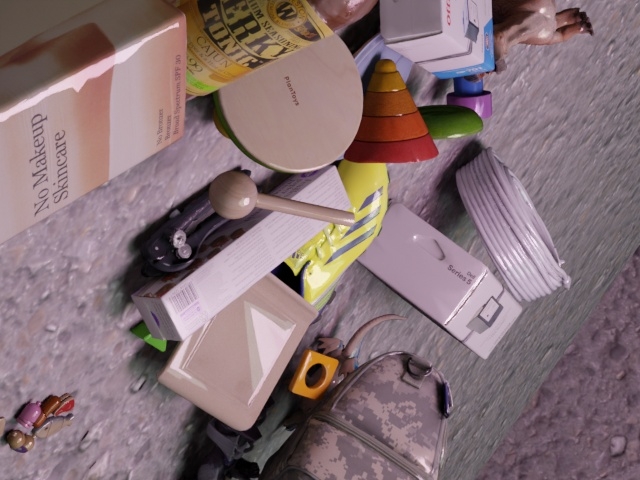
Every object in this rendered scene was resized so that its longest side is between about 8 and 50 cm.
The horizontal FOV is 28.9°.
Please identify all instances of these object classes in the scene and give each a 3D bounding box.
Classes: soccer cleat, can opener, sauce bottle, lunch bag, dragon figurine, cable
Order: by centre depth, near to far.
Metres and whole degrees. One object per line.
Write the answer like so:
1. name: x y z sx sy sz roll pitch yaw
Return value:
1. sauce bottle: -0.028 -0.228 1.116 0.344 0.111 0.111 -21 176 36
2. can opener: -0.142 -0.026 1.470 0.186 0.073 0.059 -44 114 -27
3. soccer cleat: 0.001 0.001 1.692 0.121 0.093 0.289 6 117 -53
4. lunch bag: 0.055 0.314 1.809 0.256 0.213 0.305 -60 -178 -32
5. dragon figurine: 0.030 0.220 2.014 0.289 0.085 0.144 -50 157 1
6. cable: 0.307 -0.024 2.020 0.089 0.257 0.257 -28 166 14

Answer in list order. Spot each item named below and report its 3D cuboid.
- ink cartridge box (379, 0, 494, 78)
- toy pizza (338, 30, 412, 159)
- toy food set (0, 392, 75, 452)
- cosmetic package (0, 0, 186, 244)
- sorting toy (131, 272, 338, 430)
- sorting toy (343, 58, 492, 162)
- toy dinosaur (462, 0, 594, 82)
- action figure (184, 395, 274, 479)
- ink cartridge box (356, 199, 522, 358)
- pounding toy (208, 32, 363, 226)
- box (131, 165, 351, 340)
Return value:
1. ink cartridge box: 0.145 -0.289 1.525 0.191 0.082 0.139 13 74 -64
2. toy pizza: 0.052 -0.193 1.598 0.201 0.032 0.201 -47 159 -24
3. toy food set: -0.331 0.215 1.467 0.122 0.019 0.078 -22 140 -49
4. cosmetic package: -0.263 -0.108 1.057 0.296 0.129 0.153 -36 150 -33
5. sorting toy: -0.111 0.133 1.630 0.348 0.047 0.196 41 78 -41
6. sorting toy: 0.142 -0.198 1.652 0.365 0.127 0.126 -31 120 -57
7. toy dinosaur: 0.262 -0.312 1.714 0.200 0.127 0.295 -16 -170 13
8. action figure: -0.155 0.343 1.841 0.185 0.099 0.285 -41 159 -54
9. ink cartridge box: 0.189 0.066 1.971 0.115 0.198 0.273 -53 154 -1
10. pounding toy: -0.056 -0.132 1.393 0.183 0.110 0.236 6 81 -29
11. box: -0.091 0.010 1.530 0.324 0.063 0.067 -40 117 -36
